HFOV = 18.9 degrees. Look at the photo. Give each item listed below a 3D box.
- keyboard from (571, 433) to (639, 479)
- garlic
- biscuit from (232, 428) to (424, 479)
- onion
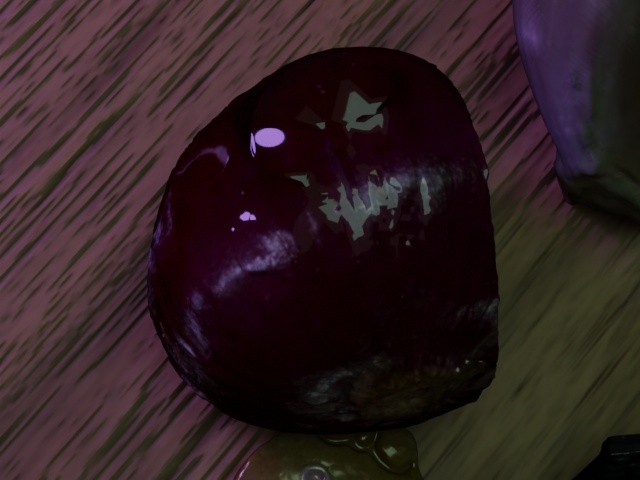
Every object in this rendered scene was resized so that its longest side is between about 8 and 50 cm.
[{"bbox_3d":[0.318,0.131,1.232,0.309,0.101,0.018,-4,66,-12],"label":"keyboard"},{"bbox_3d":[0.276,-0.185,1.229,0.340,0.231,0.246,-23,70,2],"label":"garlic"},{"bbox_3d":[-0.024,0.211,1.183,0.249,0.035,0.184,-39,84,-18],"label":"biscuit"},{"bbox_3d":[-0.005,0.001,1.145,0.207,0.206,0.216,-17,64,-8],"label":"onion"}]
